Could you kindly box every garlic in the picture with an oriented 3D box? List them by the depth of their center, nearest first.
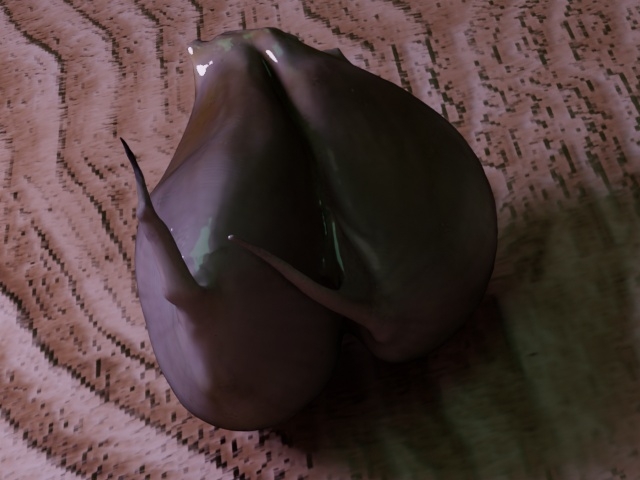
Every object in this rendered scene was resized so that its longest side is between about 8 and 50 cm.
[{"bbox_3d":[0.000,0.000,1.268,0.231,0.246,0.340,-2,17,7],"label":"garlic"}]
